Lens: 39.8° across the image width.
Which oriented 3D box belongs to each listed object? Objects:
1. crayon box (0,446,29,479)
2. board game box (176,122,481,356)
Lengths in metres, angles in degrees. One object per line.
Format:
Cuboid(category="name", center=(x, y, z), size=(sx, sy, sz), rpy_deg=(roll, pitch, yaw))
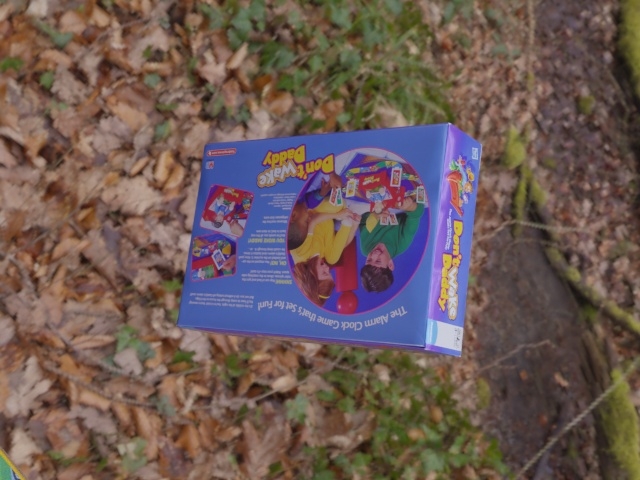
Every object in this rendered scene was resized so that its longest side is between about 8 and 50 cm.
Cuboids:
Cuboid(category="crayon box", center=(-0.208, 0.218, 0.600), size=(0.081, 0.165, 0.278), rpy_deg=(-40, 55, -22))
Cuboid(category="board game box", center=(0.000, 0.000, 1.008), size=(0.078, 0.347, 0.233), rpy_deg=(20, 75, -52))
